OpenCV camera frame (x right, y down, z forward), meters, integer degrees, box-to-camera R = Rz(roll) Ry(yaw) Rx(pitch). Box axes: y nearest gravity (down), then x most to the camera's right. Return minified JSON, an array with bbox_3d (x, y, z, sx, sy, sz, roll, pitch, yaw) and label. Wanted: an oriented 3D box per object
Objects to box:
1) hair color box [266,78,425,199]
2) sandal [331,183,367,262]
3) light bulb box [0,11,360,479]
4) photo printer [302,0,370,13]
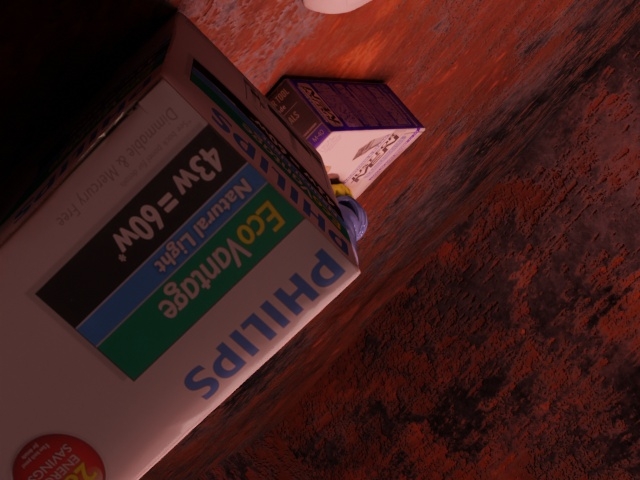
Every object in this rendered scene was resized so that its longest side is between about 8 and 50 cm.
[{"bbox_3d":[0.000,-0.131,1.670,0.185,0.110,0.339,-45,165,24],"label":"hair color box"},{"bbox_3d":[0.000,0.000,1.580,0.126,0.138,0.317,-43,168,15],"label":"sandal"},{"bbox_3d":[-0.179,0.012,1.061,0.358,0.225,0.361,-43,-164,9],"label":"light bulb box"},{"bbox_3d":[0.097,-0.366,1.160,0.308,0.107,0.256,-34,165,-25],"label":"photo printer"}]
